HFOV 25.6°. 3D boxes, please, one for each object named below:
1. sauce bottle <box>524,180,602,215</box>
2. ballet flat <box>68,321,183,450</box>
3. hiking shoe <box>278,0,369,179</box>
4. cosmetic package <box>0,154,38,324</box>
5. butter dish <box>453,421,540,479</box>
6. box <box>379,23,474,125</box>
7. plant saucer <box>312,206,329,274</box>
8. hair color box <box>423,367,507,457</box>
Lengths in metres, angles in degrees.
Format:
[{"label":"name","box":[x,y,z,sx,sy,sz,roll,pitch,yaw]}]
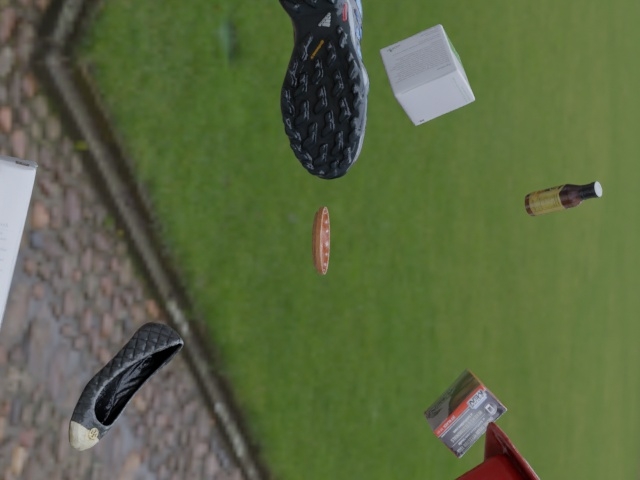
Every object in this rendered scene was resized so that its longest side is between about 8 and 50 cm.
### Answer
[{"label":"sauce bottle","box":[0.395,-0.070,2.285,0.042,0.128,0.042,23,61,-50]},{"label":"ballet flat","box":[-0.222,0.163,1.578,0.173,0.049,0.057,-54,140,-15]},{"label":"hiking shoe","box":[0.018,-0.227,1.722,0.132,0.113,0.304,-8,95,-67]},{"label":"cosmetic package","box":[-0.387,0.016,1.602,0.117,0.085,0.231,-155,-103,-78]},{"label":"butter dish","box":[0.127,0.253,1.088,0.160,0.118,0.160,-126,-154,-47]},{"label":"box","box":[0.154,-0.239,2.037,0.101,0.102,0.087,46,25,-60]},{"label":"plant saucer","box":[0.000,0.000,1.727,0.083,0.013,0.083,0,90,-83]},{"label":"hair color box","box":[0.194,0.233,1.920,0.093,0.053,0.167,-46,-177,1]}]
